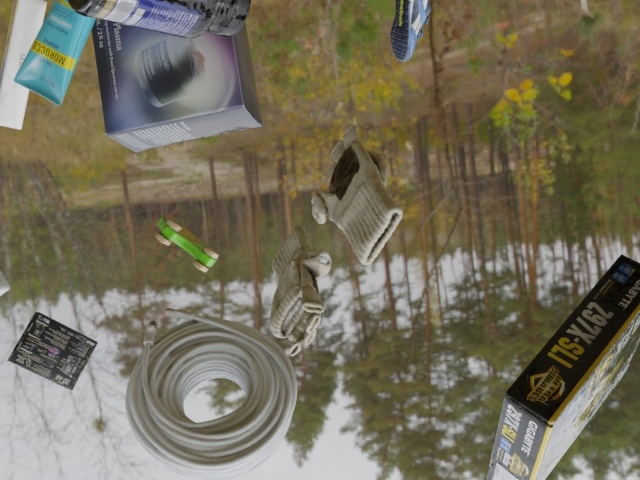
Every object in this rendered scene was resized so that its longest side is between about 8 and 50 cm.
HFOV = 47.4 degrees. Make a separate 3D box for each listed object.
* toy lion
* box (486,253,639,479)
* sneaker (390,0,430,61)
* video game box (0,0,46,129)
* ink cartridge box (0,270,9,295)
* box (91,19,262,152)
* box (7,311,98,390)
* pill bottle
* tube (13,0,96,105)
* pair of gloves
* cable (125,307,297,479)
[{"bbox_3d":[-0.187,0.000,1.022,0.100,0.034,0.096,37,-179,-3],"label":"toy lion"},{"bbox_3d":[0.378,0.209,1.089,0.079,0.257,0.322,31,-123,31],"label":"box"},{"bbox_3d":[0.158,-0.374,1.239,0.059,0.144,0.053,-14,-143,-31],"label":"sneaker"},{"bbox_3d":[-0.493,-0.299,1.190,0.048,0.205,0.187,11,-166,-25],"label":"video game box"},{"bbox_3d":[-0.571,0.038,1.035,0.087,0.153,0.208,-34,174,12],"label":"ink cartridge box"},{"bbox_3d":[-0.300,-0.369,1.526,0.294,0.296,0.183,-11,174,5],"label":"box"},{"bbox_3d":[-0.325,0.135,0.888,0.083,0.067,0.018,34,158,-26],"label":"box"},{"bbox_3d":[-0.204,-0.331,0.944,0.219,0.123,0.122,1,175,-41],"label":"pill bottle"},{"bbox_3d":[-0.340,-0.291,0.984,0.080,0.207,0.052,29,-173,16],"label":"tube"},{"bbox_3d":[0.000,0.000,0.852,0.042,0.240,0.204,23,-151,-21],"label":"pair of gloves"},{"bbox_3d":[-0.165,0.238,1.111,0.257,0.257,0.089,10,139,4],"label":"cable"}]
